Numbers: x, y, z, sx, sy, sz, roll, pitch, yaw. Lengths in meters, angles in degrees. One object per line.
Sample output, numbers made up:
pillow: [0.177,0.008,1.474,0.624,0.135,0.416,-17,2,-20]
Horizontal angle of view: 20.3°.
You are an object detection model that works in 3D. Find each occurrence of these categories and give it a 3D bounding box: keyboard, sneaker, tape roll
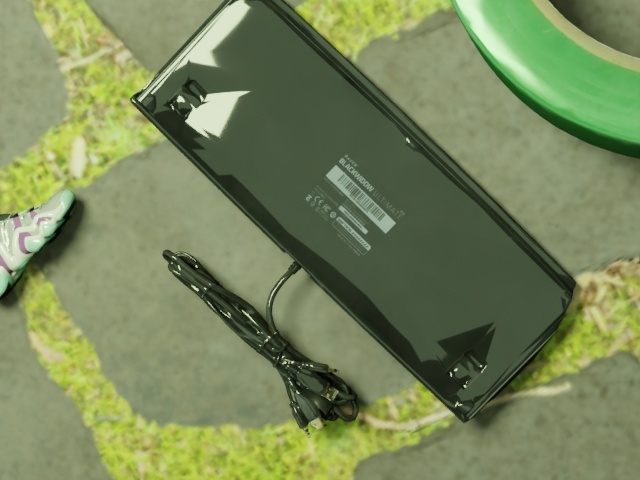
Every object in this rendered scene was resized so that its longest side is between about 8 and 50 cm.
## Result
keyboard: [0.000,0.000,1.202,0.317,0.033,0.201,44,94,1]
sneaker: [-0.219,-0.012,1.221,0.069,0.038,0.098,42,100,-1]
tape roll: [0.229,-0.209,1.089,0.321,0.077,0.321,-1,84,10]
